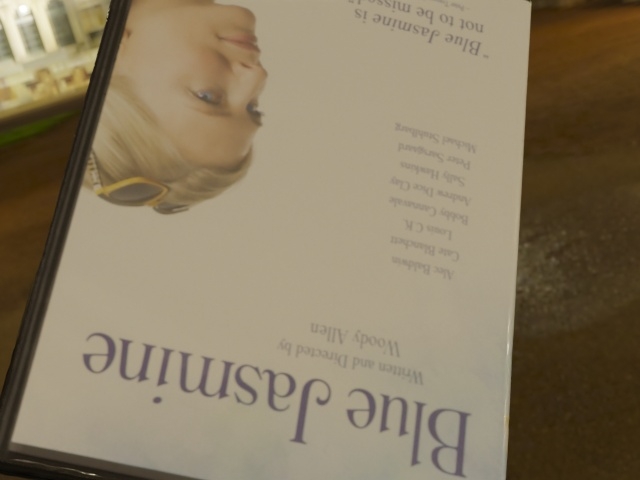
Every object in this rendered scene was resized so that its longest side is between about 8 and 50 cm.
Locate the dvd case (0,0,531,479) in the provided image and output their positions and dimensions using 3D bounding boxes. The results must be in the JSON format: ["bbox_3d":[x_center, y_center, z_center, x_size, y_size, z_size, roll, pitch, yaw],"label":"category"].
[{"bbox_3d":[-0.008,-0.017,0.421,0.180,0.253,0.022,14,-27,-10],"label":"dvd case"}]
